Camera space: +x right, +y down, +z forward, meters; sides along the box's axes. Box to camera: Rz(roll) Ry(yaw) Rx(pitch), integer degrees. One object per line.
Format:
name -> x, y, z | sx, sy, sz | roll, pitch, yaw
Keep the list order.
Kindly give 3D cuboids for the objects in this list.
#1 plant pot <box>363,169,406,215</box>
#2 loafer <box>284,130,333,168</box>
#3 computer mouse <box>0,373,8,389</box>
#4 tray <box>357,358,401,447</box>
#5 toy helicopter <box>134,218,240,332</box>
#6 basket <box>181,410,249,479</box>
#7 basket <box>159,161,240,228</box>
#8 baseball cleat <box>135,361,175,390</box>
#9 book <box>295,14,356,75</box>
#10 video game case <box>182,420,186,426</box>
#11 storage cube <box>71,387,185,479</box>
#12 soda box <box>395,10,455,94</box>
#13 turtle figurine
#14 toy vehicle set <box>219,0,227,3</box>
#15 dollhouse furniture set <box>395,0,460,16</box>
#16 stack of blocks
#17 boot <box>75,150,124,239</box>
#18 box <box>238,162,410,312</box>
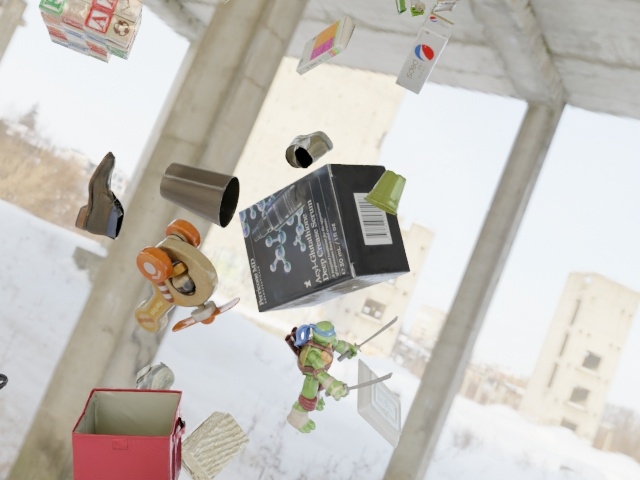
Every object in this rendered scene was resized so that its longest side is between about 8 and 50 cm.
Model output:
plant pot -> 0.147, -0.108, 1.736 | 0.083, 0.079, 0.083 | 27, -3, 1
loafer -> -0.054, -0.261, 2.381 | 0.094, 0.087, 0.251 | 52, -23, -9
computer mouse -> -0.727, 0.255, 1.542 | 0.242, 0.071, 0.041 | 11, 28, -19
tray -> 0.156, 0.416, 2.040 | 0.030, 0.145, 0.270 | -11, -36, 22
toy helicopter -> -0.337, 0.130, 1.875 | 0.235, 0.140, 0.355 | 41, -43, -3
basket -> -0.282, 0.534, 2.086 | 0.113, 0.167, 0.103 | 55, -36, -9
basket -> -0.400, -0.161, 2.645 | 0.227, 0.154, 0.204 | 20, -39, 12
baseball cleat -> -0.455, 0.401, 2.041 | 0.109, 0.206, 0.072 | 28, -21, 49
book -> 0.008, -0.441, 1.828 | 0.144, 0.096, 0.035 | -19, -48, 44
video game case -> -0.559, 0.629, 2.461 | 0.196, 0.274, 0.026 | 16, 37, -31
storage cube -> -0.380, 0.426, 1.611 | 0.215, 0.193, 0.183 | 3, 18, -4
soda box -> 0.264, -0.474, 2.045 | 0.074, 0.069, 0.216 | 27, -32, 1
turtle figurine -> 0.041, 0.317, 1.837 | 0.275, 0.266, 0.198 | 7, 35, -22
toy vehicle set -> -0.247, -0.665, 1.915 | 0.035, 0.166, 0.267 | 57, 21, 13
dollhouse furniture set -> 0.259, -0.591, 1.960 | 0.152, 0.058, 0.076 | -8, -5, -6
stack of blocks -> -0.456, -0.437, 1.616 | 0.171, 0.087, 0.297 | 20, -3, -14
boot -> -0.519, -0.107, 1.982 | 0.106, 0.219, 0.082 | 26, 21, 0
box -> 0.000, 0.000, 2.110 | 0.212, 0.293, 0.395 | -3, -15, -42
